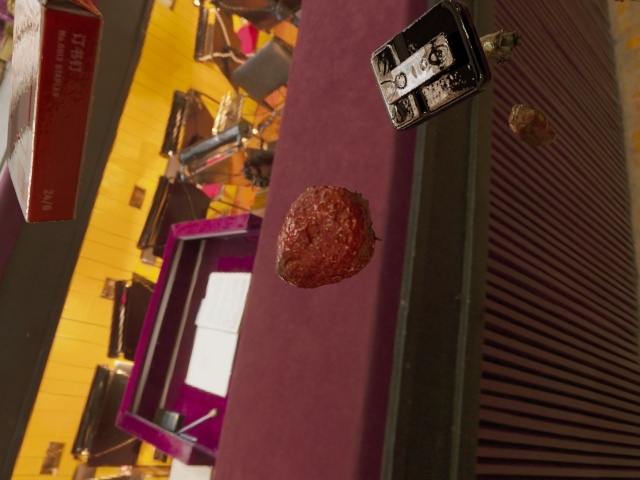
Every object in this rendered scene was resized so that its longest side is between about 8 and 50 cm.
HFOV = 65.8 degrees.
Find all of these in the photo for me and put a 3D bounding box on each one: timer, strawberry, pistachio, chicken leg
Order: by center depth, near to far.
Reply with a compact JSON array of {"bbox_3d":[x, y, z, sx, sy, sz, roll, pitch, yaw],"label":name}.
[{"bbox_3d":[0.162,-0.267,0.770,0.187,0.055,0.144,-20,89,53],"label":"timer"},{"bbox_3d":[0.268,-0.341,0.926,0.227,0.103,0.088,-163,74,-66],"label":"chicken leg"},{"bbox_3d":[0.509,-0.268,1.207,0.089,0.172,0.049,17,77,51],"label":"pistachio"},{"bbox_3d":[0.000,0.000,1.248,0.276,0.258,0.257,-39,29,-28],"label":"strawberry"}]

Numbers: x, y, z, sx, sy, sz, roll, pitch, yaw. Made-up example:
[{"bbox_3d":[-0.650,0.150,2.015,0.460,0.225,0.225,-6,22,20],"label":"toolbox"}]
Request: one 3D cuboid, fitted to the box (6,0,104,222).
[{"bbox_3d":[-0.265,-0.142,0.481,0.123,0.050,0.230,50,129,33],"label":"box"}]
